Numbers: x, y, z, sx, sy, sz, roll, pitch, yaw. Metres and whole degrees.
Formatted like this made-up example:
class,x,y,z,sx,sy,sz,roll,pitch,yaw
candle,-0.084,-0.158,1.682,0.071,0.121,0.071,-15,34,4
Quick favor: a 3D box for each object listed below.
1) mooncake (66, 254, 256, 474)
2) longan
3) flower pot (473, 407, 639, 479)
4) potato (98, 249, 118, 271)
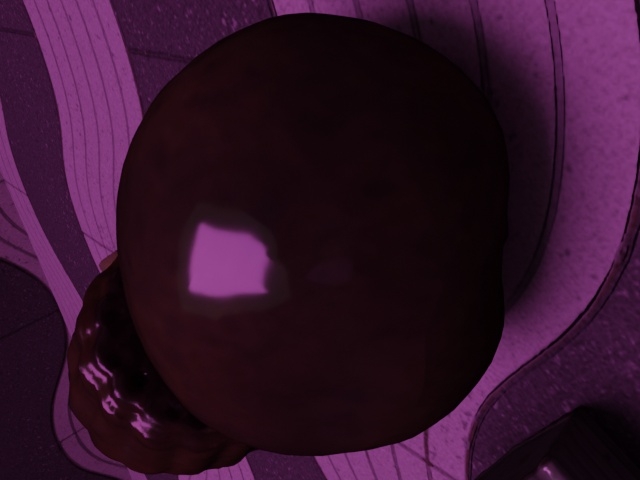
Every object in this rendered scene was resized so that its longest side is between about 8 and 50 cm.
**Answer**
class,x,y,z,sx,sy,sz,roll,pitch,yaw
mooncake,-0.174,0.147,0.917,0.324,0.324,0.187,52,145,13
longan,0.000,0.000,0.563,0.361,0.361,0.360,35,141,35
flower pot,0.203,0.291,0.590,0.189,0.239,0.209,49,180,16
potato,-0.267,0.106,1.218,0.255,0.112,0.269,60,152,-6
